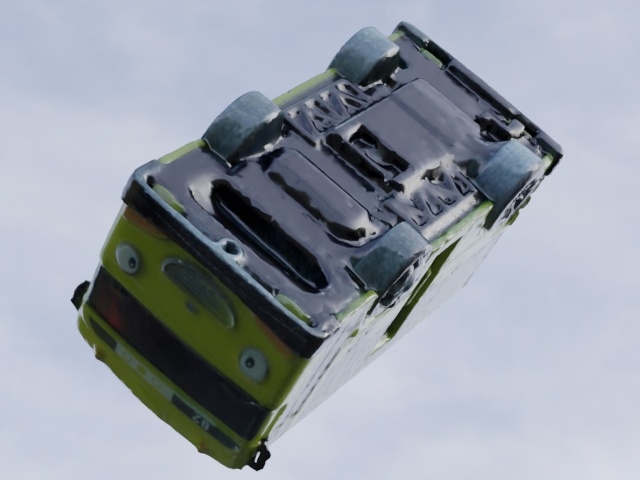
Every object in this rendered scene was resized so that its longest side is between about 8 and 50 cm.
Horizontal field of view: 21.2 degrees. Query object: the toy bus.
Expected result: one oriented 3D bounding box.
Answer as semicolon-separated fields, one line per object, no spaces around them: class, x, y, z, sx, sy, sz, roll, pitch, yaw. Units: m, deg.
toy bus;0.000;0.000;0.880;0.128;0.262;0.150;41;-52;12
